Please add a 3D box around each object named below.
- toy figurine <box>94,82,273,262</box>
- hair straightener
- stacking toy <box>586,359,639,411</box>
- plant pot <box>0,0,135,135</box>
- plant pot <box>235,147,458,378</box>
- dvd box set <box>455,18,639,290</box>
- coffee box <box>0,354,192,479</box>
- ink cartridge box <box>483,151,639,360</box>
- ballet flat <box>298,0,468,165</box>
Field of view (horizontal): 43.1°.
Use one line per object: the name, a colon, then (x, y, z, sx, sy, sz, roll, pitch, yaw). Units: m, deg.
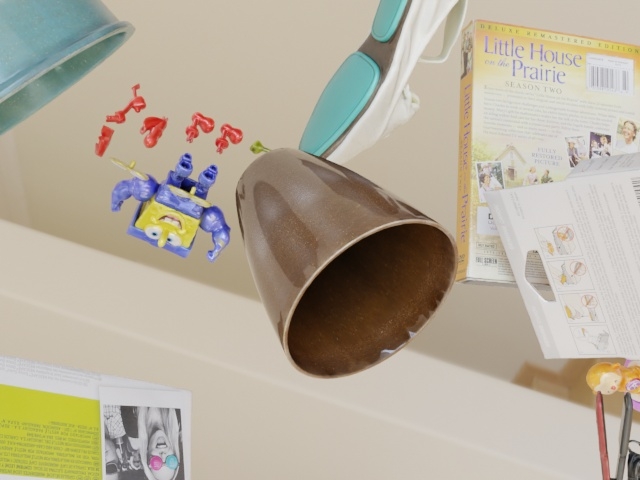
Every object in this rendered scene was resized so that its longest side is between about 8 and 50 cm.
toy figurine: (-0.203, -0.059, 1.310, 0.217, 0.363, 0.191, -51, 24, 41)
hair straightener: (0.461, 0.330, 1.206, 0.047, 0.089, 0.230, -47, -49, -65)
stacking toy: (0.549, 0.222, 1.297, 0.175, 0.302, 0.165, -66, 32, 33)
plant pot: (-0.449, -0.286, 0.921, 0.341, 0.334, 0.341, -32, 14, 9)
plant pot: (0.000, 0.000, 0.919, 0.230, 0.216, 0.215, 49, 137, 40)
dvd box set: (0.369, -0.128, 1.298, 0.062, 0.308, 0.420, 149, 124, -74)
coffee box: (-0.425, 0.391, 1.188, 0.338, 0.338, 0.334, -26, 56, 37)
ink cartridge box: (0.396, 0.031, 1.120, 0.066, 0.261, 0.296, -40, -66, -40)
ballet flat: (0.109, -0.249, 1.138, 0.400, 0.139, 0.139, -61, 0, 21)
